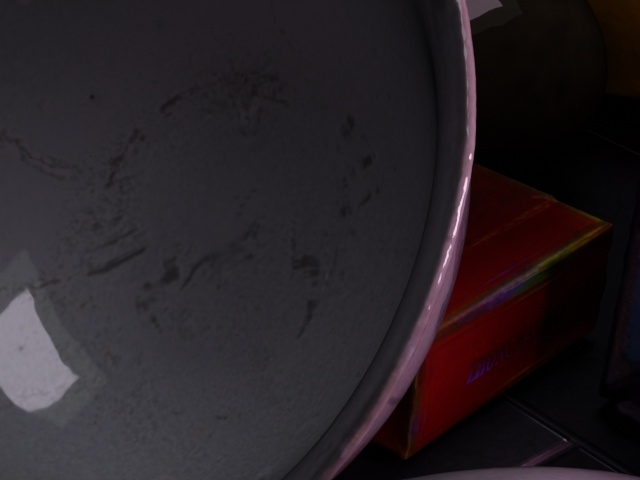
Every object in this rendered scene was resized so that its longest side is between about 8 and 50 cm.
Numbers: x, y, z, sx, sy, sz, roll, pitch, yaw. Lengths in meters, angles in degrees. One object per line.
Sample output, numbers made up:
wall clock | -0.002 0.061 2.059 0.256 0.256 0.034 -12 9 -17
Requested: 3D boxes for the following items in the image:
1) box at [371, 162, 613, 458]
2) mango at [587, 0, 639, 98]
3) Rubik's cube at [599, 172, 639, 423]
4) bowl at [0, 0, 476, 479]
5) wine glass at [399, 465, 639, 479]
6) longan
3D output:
box | -0.001 0.000 1.013 0.313 0.089 0.197 26 36 34
mango | 0.238 -0.210 1.298 0.365 0.182 0.253 12 9 21
Rubik's cube | 0.364 -0.022 0.894 0.305 0.307 0.310 25 36 28
bowl | -0.079 -0.009 0.823 0.435 0.434 0.196 27 0 33
wine glass | 0.131 0.168 0.641 0.357 0.190 0.190 -11 33 -24
longan | 0.093 -0.126 1.148 0.220 0.196 0.196 23 33 14
